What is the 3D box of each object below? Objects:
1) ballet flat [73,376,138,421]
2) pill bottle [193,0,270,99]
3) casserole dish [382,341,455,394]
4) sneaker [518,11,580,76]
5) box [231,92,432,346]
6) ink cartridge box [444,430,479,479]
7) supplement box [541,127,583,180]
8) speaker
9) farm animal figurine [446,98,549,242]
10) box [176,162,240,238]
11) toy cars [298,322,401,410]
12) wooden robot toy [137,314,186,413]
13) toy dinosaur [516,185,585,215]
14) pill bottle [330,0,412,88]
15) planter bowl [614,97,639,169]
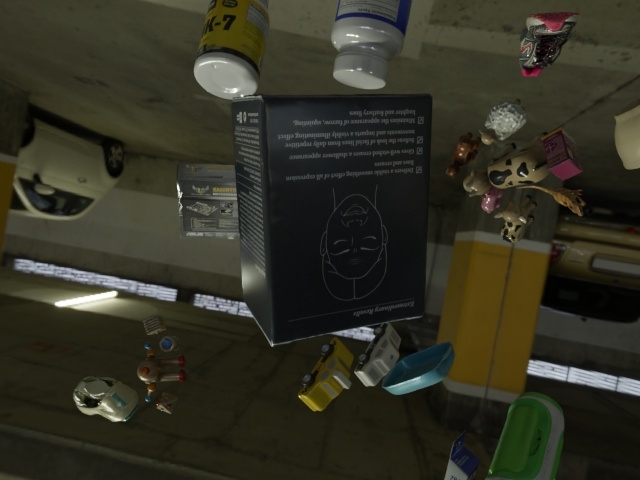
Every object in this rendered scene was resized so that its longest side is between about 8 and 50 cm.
[{"bbox_3d":[-0.457,0.313,0.978,0.248,0.086,0.086,-12,164,43],"label":"ballet flat"},{"bbox_3d":[-0.159,-0.384,0.891,0.119,0.208,0.119,6,160,2],"label":"pill bottle"},{"bbox_3d":[0.211,0.275,1.005,0.188,0.037,0.114,-35,-179,42],"label":"casserole dish"},{"bbox_3d":[0.591,-0.515,1.244,0.121,0.112,0.299,6,-173,16],"label":"sneaker"},{"bbox_3d":[0.015,-0.055,0.852,0.293,0.395,0.212,-6,-165,-21],"label":"box"},{"bbox_3d":[0.378,0.720,1.334,0.065,0.333,0.165,13,179,30],"label":"ink cartridge box"},{"bbox_3d":[0.474,-0.169,0.933,0.055,0.083,0.043,26,143,-31],"label":"supplement box"},{"bbox_3d":[0.455,0.477,1.055,0.131,0.131,0.296,10,-147,32],"label":"speaker"},{"bbox_3d":[0.480,-0.155,1.253,0.330,0.172,0.327,49,151,2],"label":"farm animal figurine"},{"bbox_3d":[-0.196,-0.081,1.052,0.231,0.056,0.183,0,138,-13],"label":"box"},{"bbox_3d":[0.109,0.343,1.305,0.393,0.176,0.087,-8,-171,-42],"label":"toy cars"},{"bbox_3d":[-0.280,0.214,0.821,0.076,0.173,0.079,-7,167,3],"label":"wooden robot toy"},{"bbox_3d":[0.673,-0.129,1.335,0.112,0.064,0.211,12,-162,-23],"label":"toy dinosaur"},{"bbox_3d":[0.105,-0.459,0.967,0.152,0.272,0.152,10,-177,0],"label":"pill bottle"},{"bbox_3d":[0.655,-0.230,0.936,0.162,0.109,0.162,-34,-179,0],"label":"planter bowl"}]
